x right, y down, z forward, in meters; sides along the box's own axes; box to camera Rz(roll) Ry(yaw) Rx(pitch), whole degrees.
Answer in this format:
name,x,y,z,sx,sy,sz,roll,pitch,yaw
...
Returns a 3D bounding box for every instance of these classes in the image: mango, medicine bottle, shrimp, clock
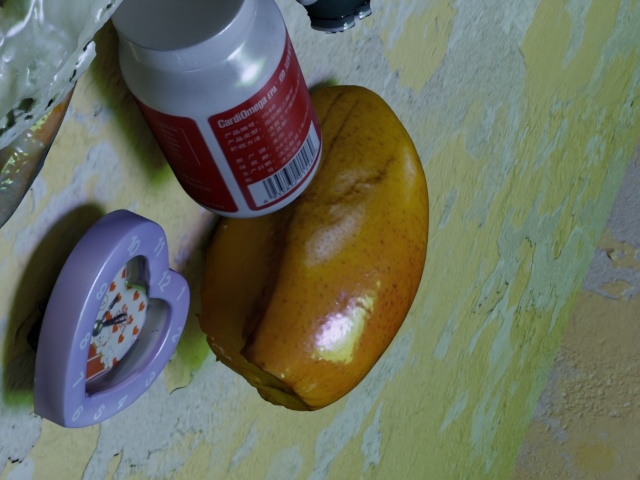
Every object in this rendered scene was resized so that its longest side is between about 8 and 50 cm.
name,x,y,z,sx,sy,sz,roll,pitch,yaw
mango,0.000,0.000,1.475,0.201,0.199,0.350,-46,-160,59
medicine bottle,-0.080,-0.124,1.203,0.131,0.131,0.250,-59,157,-19
shrimp,-0.213,-0.055,1.000,0.251,0.052,0.143,-58,-161,-3
clock,-0.184,0.071,1.248,0.172,0.064,0.198,-58,157,-21

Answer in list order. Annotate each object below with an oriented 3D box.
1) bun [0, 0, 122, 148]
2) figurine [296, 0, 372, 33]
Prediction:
name,x,y,z,sx,sy,sz,roll,pitch,yaw
bun,-0.209,-0.142,0.788,0.239,0.141,0.239,-9,107,-32
figurine,-0.002,-0.270,1.256,0.147,0.126,0.192,-36,128,-37
